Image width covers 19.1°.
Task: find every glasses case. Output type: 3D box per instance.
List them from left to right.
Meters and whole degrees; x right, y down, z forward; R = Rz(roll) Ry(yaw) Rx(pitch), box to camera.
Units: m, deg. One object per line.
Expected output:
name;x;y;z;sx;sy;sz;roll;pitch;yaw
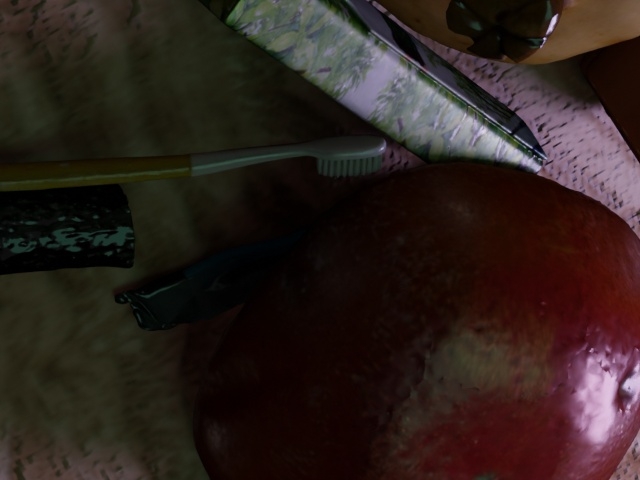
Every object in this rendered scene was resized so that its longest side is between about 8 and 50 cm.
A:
glasses case;0.030;-0.114;1.202;0.272;0.095;0.062;31;99;-40

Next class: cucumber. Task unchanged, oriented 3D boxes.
cucumber;-0.221;0.002;1.168;0.214;0.058;0.052;-8;159;-21

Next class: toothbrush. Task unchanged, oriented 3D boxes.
toothbrush;-0.102;-0.044;1.175;0.288;0.021;0.024;-4;131;-6

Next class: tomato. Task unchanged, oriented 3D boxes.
tomato;0.088;0.117;1.247;0.338;0.144;0.338;-12;126;-17

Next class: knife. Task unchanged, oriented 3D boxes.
knife;0.001;0.001;1.311;0.296;0.026;0.044;-22;118;-13

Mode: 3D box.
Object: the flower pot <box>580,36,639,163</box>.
flower pot;0.281;-0.112;1.294;0.173;0.190;0.190;-35;132;8

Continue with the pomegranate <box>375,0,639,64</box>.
pomegranate;0.107;-0.241;1.040;0.307;0.307;0.307;-14;127;-20
